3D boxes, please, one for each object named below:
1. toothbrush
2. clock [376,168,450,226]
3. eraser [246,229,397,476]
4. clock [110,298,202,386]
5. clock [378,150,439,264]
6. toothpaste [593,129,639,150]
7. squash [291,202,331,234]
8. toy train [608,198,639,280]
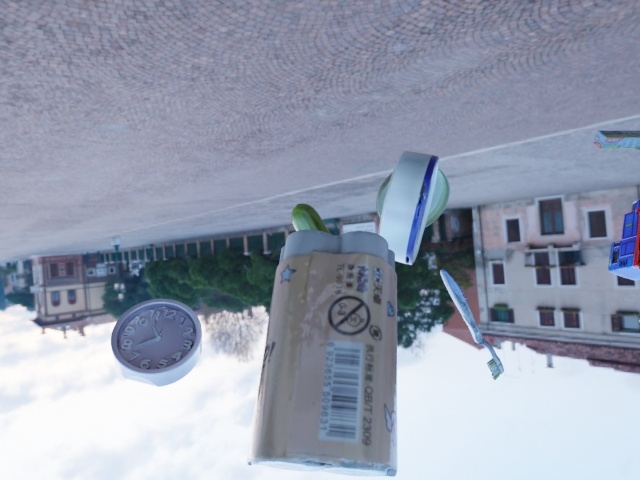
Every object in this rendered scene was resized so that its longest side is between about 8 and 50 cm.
[{"bbox_3d":[0.381,0.214,1.100,0.042,0.413,0.035,-39,-152,-8],"label":"toothbrush"},{"bbox_3d":[0.286,-0.128,1.366,0.234,0.235,0.029,-5,-148,-13],"label":"clock"},{"bbox_3d":[0.012,0.126,0.555,0.171,0.291,0.087,2,147,5],"label":"eraser"},{"bbox_3d":[-0.374,0.232,1.022,0.196,0.197,0.068,-5,139,-19],"label":"clock"},{"bbox_3d":[0.184,-0.068,0.926,0.083,0.231,0.230,12,-176,15],"label":"clock"},{"bbox_3d":[1.008,-0.326,1.451,0.193,0.044,0.070,-2,-140,-6],"label":"toothpaste"},{"bbox_3d":[0.000,0.000,1.035,0.066,0.201,0.066,-36,-177,2],"label":"squash"},{"bbox_3d":[0.776,-0.013,1.059,0.082,0.204,0.131,19,165,-3],"label":"toy train"}]
